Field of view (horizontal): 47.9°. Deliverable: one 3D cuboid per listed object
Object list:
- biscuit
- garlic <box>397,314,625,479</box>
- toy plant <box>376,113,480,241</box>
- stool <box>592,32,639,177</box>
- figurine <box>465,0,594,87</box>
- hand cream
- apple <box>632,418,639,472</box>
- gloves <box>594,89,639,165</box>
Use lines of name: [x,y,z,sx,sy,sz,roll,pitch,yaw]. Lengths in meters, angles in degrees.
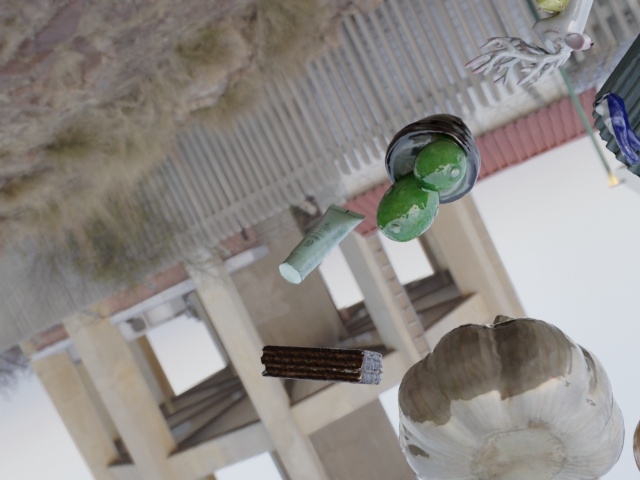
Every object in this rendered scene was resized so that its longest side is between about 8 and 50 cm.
biscuit: [-0.002,0.259,1.506,0.252,0.070,0.106,0,168,26]
garlic: [0.184,0.153,0.741,0.219,0.218,0.212,-25,-156,20]
toy plant: [0.196,-0.122,1.328,0.218,0.175,0.235,-56,-176,45]
stool: [0.559,-0.245,0.910,0.297,0.297,0.330,-28,151,-32]
figurine: [0.484,-0.494,1.614,0.284,0.315,0.206,-3,175,28]
hand cream: [0.000,0.000,1.312,0.078,0.049,0.205,20,-134,27]
apple: [0.591,0.326,1.105,0.209,0.209,0.164,-27,169,-7]
gloves: [0.335,-0.125,0.798,0.026,0.086,0.064,-28,175,36]
